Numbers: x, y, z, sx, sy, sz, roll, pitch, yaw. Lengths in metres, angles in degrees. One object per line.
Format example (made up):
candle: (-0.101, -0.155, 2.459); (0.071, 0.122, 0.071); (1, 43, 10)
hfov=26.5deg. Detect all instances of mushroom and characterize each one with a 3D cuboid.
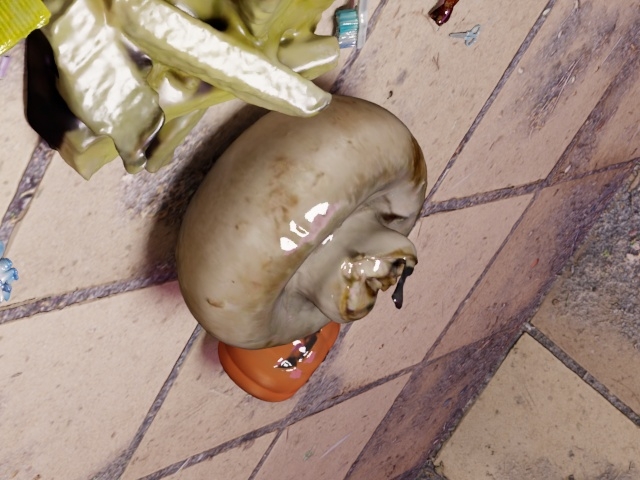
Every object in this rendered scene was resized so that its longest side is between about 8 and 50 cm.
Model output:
mushroom: (0.000, 0.000, 1.698); (0.362, 0.294, 0.362); (-41, 159, -20)

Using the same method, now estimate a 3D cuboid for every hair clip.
hair clip: (-0.310, -0.157, 1.169); (0.173, 0.072, 0.046); (-39, -176, -18)

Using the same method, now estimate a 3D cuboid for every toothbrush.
toothbrush: (0.046, -0.355, 1.522); (0.040, 0.042, 0.418); (-8, 149, -9)

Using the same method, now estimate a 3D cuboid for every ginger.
ginger: (-0.101, -0.195, 1.311); (0.358, 0.211, 0.413); (-13, 141, -51)

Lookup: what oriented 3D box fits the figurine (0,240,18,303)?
figurine: (-0.366, 0.048, 1.395); (0.114, 0.079, 0.114); (-41, 164, -14)

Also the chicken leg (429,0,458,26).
chicken leg: (0.214, -0.376, 1.789); (0.219, 0.048, 0.089); (-52, 155, 11)

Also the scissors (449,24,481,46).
scissors: (0.208, -0.297, 1.968); (0.083, 0.006, 0.036); (-11, 136, -56)

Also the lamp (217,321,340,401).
lamp: (-0.067, 0.136, 1.994); (0.187, 0.164, 0.187); (-51, -177, 4)
